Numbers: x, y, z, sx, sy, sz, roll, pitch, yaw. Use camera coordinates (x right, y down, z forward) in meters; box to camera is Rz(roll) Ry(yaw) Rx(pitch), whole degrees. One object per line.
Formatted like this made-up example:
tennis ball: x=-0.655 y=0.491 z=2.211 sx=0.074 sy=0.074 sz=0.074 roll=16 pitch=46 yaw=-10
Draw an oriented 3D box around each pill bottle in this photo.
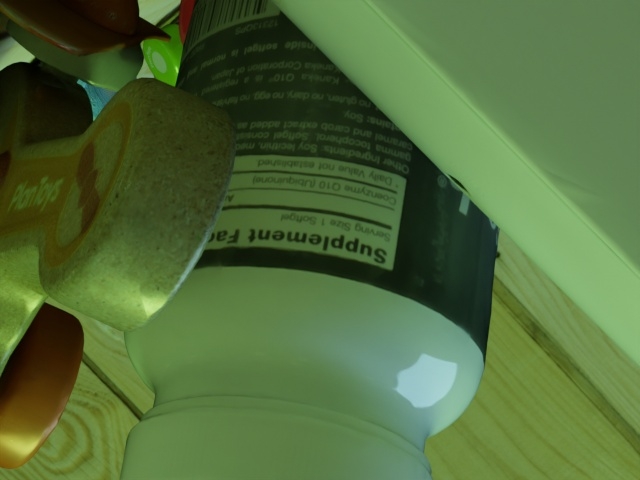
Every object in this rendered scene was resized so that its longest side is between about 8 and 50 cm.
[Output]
pill bottle: x=0.000 y=0.000 z=0.674 sx=0.162 sy=0.162 sz=0.278 roll=-35 pitch=-140 yaw=56

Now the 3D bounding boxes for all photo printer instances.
photo printer: x=0.124 y=-0.128 z=0.587 sx=0.256 sy=0.307 sz=0.107 roll=-46 pitch=-175 yaw=-8

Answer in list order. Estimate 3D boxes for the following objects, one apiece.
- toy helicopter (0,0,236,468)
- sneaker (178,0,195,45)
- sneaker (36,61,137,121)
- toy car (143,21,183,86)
toy helicopter: x=-0.112 y=-0.024 z=0.619 sx=0.355 sy=0.140 sz=0.235 roll=-3 pitch=-118 yaw=64
sneaker: x=-0.059 y=-0.165 z=0.868 sx=0.128 sy=0.087 sz=0.221 roll=-37 pitch=168 yaw=-42
sneaker: x=-0.141 y=-0.089 z=0.940 sx=0.063 sy=0.073 sz=0.162 roll=-43 pitch=-175 yaw=7
toy car: x=-0.101 y=-0.151 z=1.374 sx=0.155 sy=0.149 sz=0.188 roll=-32 pitch=-168 yaw=-29
